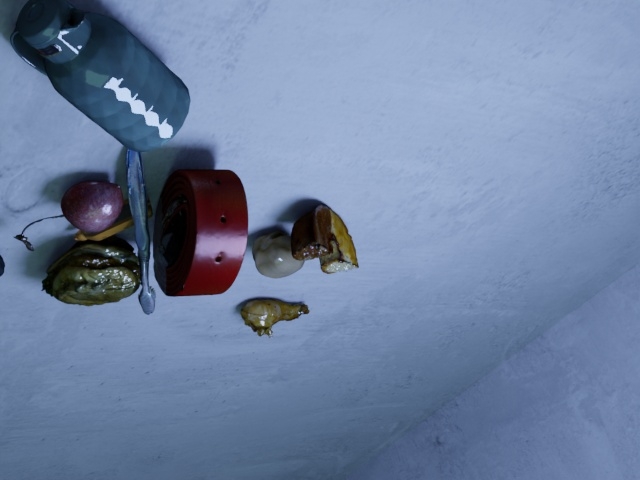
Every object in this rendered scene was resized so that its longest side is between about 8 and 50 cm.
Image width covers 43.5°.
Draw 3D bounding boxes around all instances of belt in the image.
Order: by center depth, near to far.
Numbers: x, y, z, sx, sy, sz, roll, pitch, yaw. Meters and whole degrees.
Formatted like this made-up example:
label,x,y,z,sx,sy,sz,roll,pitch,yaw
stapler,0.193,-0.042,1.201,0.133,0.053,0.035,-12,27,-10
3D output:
label,x,y,z,sx,sy,sz,roll,pitch,yaw
belt,-0.247,-0.003,1.585,0.115,0.227,0.324,-1,147,-27

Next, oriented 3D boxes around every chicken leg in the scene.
label,x,y,z,sx,sy,sz,roll,pitch,yaw
chicken leg,-0.119,0.203,2.143,0.207,0.085,0.101,-1,103,-41

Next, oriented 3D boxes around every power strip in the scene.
label,x,y,z,sx,sy,sz,roll,pitch,yaw
power strip,-0.415,-0.039,1.605,0.178,0.049,0.028,-23,154,6

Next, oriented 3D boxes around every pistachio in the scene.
label,x,y,z,sx,sy,sz,roll,pitch,yaw
pistachio,-0.095,0.035,1.855,0.113,0.113,0.149,-34,146,24

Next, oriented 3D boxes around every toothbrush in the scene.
label,x,y,z,sx,sy,sz,roll,pitch,yaw
toothbrush,-0.353,-0.014,1.580,0.035,0.042,0.414,2,127,-3

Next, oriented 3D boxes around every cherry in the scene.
label,x,y,z,sx,sy,sz,roll,pitch,yaw
cherry,-0.467,-0.043,1.526,0.225,0.090,0.107,-29,151,17

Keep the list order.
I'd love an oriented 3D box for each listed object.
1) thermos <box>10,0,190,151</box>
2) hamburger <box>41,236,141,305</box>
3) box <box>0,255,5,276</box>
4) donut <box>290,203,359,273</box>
label,x,y,z,sx,sy,sz,roll,pitch,yaw
thermos,-0.342,-0.260,1.213,0.182,0.145,0.286,4,159,29
hamburger,-0.476,0.067,1.696,0.183,0.130,0.206,10,157,-39
box,-0.749,0.050,1.553,0.230,0.050,0.160,-16,150,-5
donut,0.002,0.000,1.833,0.085,0.141,0.217,-21,151,23
